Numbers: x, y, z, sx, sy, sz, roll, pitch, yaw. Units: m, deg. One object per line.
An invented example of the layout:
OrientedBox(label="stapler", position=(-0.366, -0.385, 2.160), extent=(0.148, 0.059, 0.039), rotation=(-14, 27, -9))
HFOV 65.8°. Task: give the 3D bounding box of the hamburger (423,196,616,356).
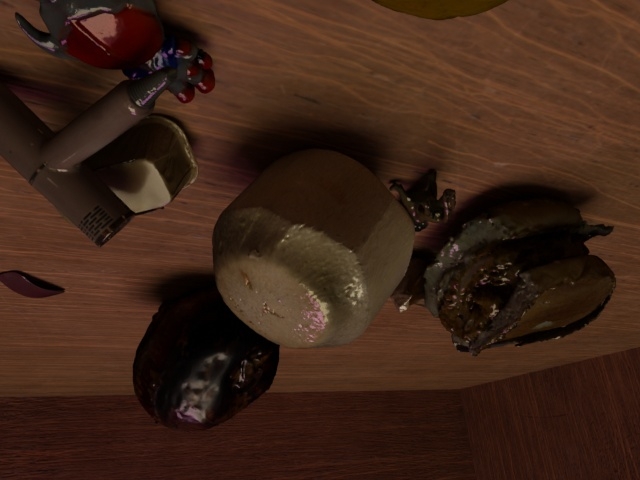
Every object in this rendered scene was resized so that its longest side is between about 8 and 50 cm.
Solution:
OrientedBox(label="hamburger", position=(0.360, 0.075, 0.883), extent=(0.277, 0.195, 0.318), rotation=(-6, 145, -25))

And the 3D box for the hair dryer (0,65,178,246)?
OrientedBox(label="hair dryer", position=(-0.223, -0.115, 0.444), extent=(0.195, 0.053, 0.220), rotation=(46, 131, -11))

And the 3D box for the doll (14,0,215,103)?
OrientedBox(label="doll", position=(-0.169, -0.177, 0.428), extent=(0.104, 0.062, 0.195), rotation=(2, 170, 29))

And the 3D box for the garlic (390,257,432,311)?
OrientedBox(label="garlic", position=(0.214, 0.107, 1.043), extent=(0.091, 0.128, 0.198), rotation=(-18, 149, 31))

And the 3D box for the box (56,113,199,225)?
OrientedBox(label="box", position=(-0.239, -0.081, 0.589), extent=(0.177, 0.111, 0.111), rotation=(-12, 155, 5))

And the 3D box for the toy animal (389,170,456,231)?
OrientedBox(label="toy animal", position=(0.153, -0.060, 0.717), extent=(0.069, 0.086, 0.220), rotation=(-27, 179, -4))

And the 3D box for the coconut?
OrientedBox(label="coconut", position=(0.000, 0.000, 0.655), extent=(0.238, 0.266, 0.237), rotation=(18, 131, 21))

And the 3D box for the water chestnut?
OrientedBox(label="water chestnut", position=(-0.259, 0.237, 1.111), extent=(0.302, 0.350, 0.350), rotation=(31, 172, 28))

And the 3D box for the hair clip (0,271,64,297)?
OrientedBox(label="hair clip", position=(-0.576, 0.094, 0.990), extent=(0.054, 0.022, 0.137), rotation=(-13, 155, 10))

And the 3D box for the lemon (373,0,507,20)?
OrientedBox(label="lemon", position=(0.055, -0.215, 0.262), extent=(0.207, 0.169, 0.170), rotation=(24, 143, -38))
